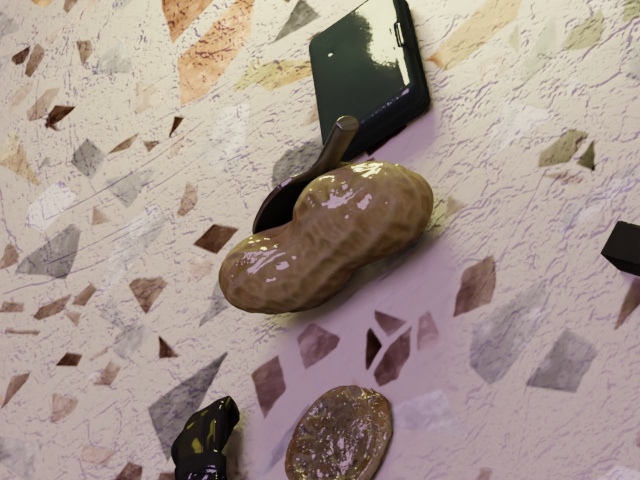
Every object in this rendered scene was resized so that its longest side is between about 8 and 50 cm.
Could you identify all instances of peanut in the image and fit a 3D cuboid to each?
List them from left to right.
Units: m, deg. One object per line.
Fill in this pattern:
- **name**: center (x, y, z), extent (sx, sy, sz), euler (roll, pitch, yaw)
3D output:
- **peanut**: center (0.000, 0.000, 2.049), extent (0.298, 0.136, 0.120), euler (-35, 20, 23)

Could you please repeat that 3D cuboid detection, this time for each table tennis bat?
- **table tennis bat**: center (-0.006, -0.068, 2.068), extent (0.022, 0.138, 0.246), euler (59, 147, 23)

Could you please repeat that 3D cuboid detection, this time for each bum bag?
- **bum bag**: center (-0.135, 0.294, 2.009), extent (0.106, 0.060, 0.232), euler (-39, 36, 30)

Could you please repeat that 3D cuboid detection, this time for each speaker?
- **speaker**: center (0.372, 0.025, 1.721), extent (0.191, 0.040, 0.046), euler (19, 77, 51)

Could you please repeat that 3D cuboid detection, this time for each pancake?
- **pancake**: center (0.021, 0.231, 1.927), extent (0.151, 0.025, 0.152), euler (-28, 42, 29)

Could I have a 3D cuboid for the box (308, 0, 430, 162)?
- **box**: center (0.060, -0.221, 2.240), extent (0.160, 0.050, 0.230), euler (-33, 40, 23)
